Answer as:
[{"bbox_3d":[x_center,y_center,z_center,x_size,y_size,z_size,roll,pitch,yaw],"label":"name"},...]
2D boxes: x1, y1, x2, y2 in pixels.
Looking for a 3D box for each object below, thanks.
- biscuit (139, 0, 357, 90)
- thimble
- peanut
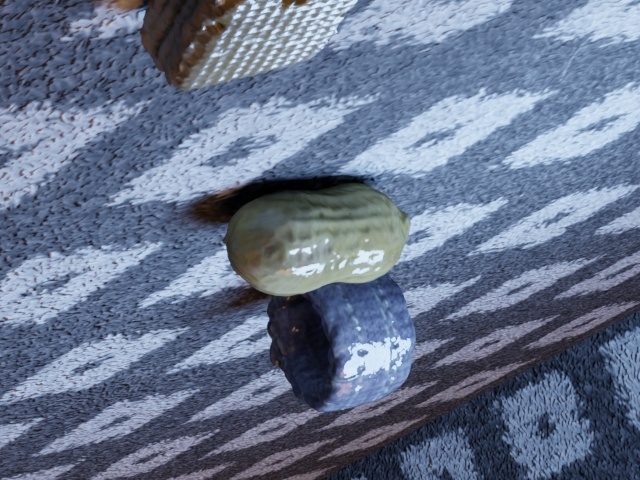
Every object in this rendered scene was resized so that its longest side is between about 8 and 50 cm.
[{"bbox_3d":[-0.023,-0.156,1.066,0.108,0.062,0.239,-17,165,-23],"label":"biscuit"},{"bbox_3d":[0.018,0.089,1.924,0.098,0.150,0.150,-14,164,-30],"label":"thimble"},{"bbox_3d":[0.000,0.000,1.665,0.214,0.090,0.098,-7,148,-47],"label":"peanut"}]
